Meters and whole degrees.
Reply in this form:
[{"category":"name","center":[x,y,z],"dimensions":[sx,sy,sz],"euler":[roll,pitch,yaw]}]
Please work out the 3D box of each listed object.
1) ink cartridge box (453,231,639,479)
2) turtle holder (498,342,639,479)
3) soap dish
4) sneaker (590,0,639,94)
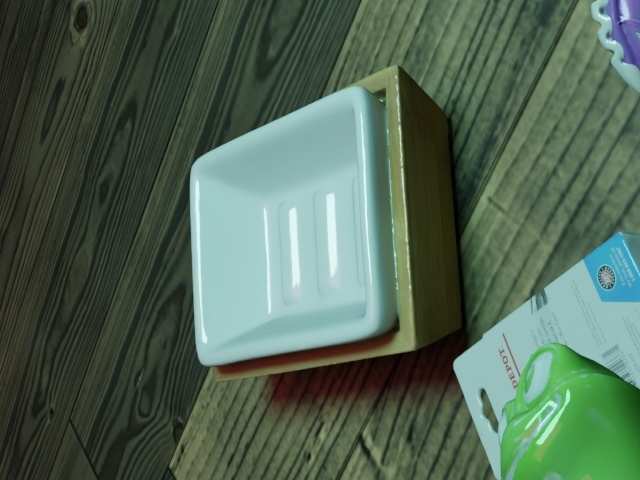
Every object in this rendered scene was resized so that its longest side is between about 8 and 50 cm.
[{"category":"ink cartridge box","center":[0.183,0.086,0.748],"dimensions":[0.180,0.060,0.104],"euler":[-45,53,41]},{"category":"turtle holder","center":[0.184,0.189,0.530],"dimensions":[0.243,0.320,0.227],"euler":[-57,31,35]},{"category":"soap dish","center":[0.000,0.000,0.956],"dimensions":[0.290,0.118,0.229],"euler":[-18,72,51]},{"category":"sneaker","center":[0.236,-0.206,0.678],"dimensions":[0.104,0.095,0.237],"euler":[0,90,51]}]
